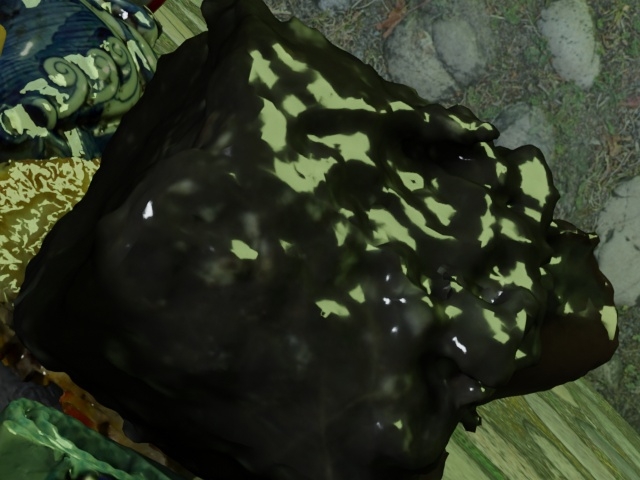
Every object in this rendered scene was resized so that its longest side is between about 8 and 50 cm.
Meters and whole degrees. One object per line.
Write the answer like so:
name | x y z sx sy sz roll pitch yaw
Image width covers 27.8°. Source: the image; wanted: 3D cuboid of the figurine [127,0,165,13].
figurine | -0.216 -0.194 0.901 0.183 0.160 0.226 43 15 -10

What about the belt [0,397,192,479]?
belt | -0.020 0.147 0.488 0.302 0.072 0.087 36 7 -40

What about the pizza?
pizza | -0.127 0.017 0.596 0.199 0.062 0.188 28 45 -29

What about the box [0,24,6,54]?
box | -0.219 -0.061 0.319 0.274 0.076 0.174 38 38 -35

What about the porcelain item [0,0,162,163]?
porcelain item | -0.209 -0.119 0.709 0.288 0.138 0.186 47 26 -13

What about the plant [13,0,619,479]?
plant | 0.003 0.027 0.531 0.234 0.178 0.204 40 -31 -20
